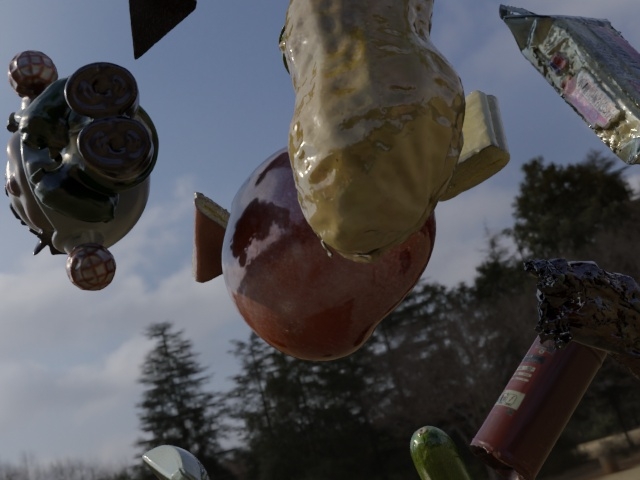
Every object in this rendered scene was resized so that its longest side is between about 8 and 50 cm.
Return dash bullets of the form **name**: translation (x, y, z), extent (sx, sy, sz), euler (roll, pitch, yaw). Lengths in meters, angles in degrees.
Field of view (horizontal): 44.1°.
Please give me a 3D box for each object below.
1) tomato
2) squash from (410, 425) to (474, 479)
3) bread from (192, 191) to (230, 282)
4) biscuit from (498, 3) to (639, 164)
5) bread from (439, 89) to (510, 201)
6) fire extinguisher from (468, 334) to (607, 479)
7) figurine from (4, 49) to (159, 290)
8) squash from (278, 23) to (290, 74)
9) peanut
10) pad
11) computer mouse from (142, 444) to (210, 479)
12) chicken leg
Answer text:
- **tomato**: translation (0.000, 0.000, 0.941), extent (0.227, 0.270, 0.270), euler (33, -33, -9)
- **squash**: translation (0.192, 0.359, 1.112), extent (0.069, 0.238, 0.069), euler (-24, 19, 9)
- **bread**: translation (-0.195, 0.005, 1.530), extent (0.119, 0.067, 0.192), euler (13, -56, 7)
- **biscuit**: translation (0.366, -0.197, 1.003), extent (0.186, 0.309, 0.079), euler (-1, -41, -33)
- **bread**: translation (0.218, -0.148, 1.215), extent (0.140, 0.178, 0.060), euler (-32, -61, 24)
- **fire extinguisher**: translation (0.344, 0.194, 1.208), extent (0.147, 0.337, 0.106), euler (42, -18, -21)
- **figurine**: translation (-0.260, -0.087, 0.876), extent (0.167, 0.281, 0.370), euler (-16, -2, -25)
- **squash**: translation (0.011, -0.416, 1.803), extent (0.220, 0.133, 0.220), euler (1, -33, 1)
- **peanut**: translation (0.041, -0.136, 0.664), extent (0.149, 0.313, 0.149), euler (-3, -29, -2)
- **pad**: translation (-0.228, -0.447, 1.116), extent (0.004, 0.220, 0.330), euler (13, -52, 12)
- **computer mouse**: translation (-0.197, 0.339, 1.150), extent (0.056, 0.089, 0.182), euler (-49, 22, -21)
- **chicken leg**: translation (0.303, 0.084, 0.828), extent (0.234, 0.105, 0.063), euler (23, -6, -18)
